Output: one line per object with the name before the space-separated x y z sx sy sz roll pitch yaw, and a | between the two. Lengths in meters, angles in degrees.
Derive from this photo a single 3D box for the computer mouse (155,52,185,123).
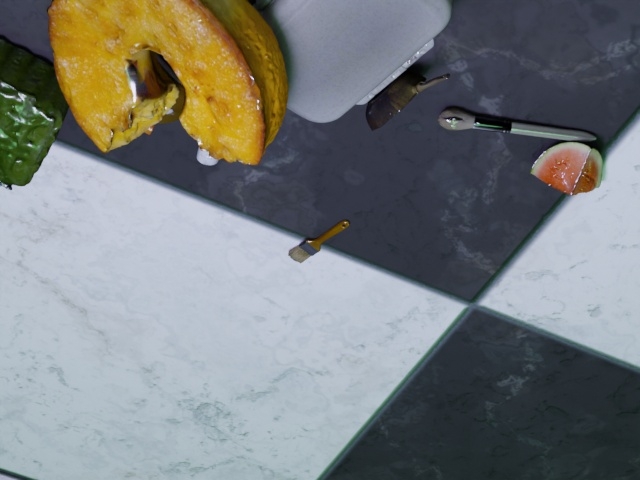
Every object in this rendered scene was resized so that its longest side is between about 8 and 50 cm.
computer mouse | -0.334 -0.307 2.142 0.126 0.056 0.245 -20 131 28

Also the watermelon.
watermelon | 0.466 -0.123 2.166 0.135 0.094 0.125 -5 151 18

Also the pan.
pan | 0.153 -0.277 2.044 0.048 0.128 0.202 44 125 -13

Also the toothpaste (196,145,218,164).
toothpaste | -0.199 -0.232 2.208 0.071 0.045 0.193 8 131 -10

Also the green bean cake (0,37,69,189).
green bean cake | -0.622 -0.249 2.179 0.249 0.156 0.247 27 132 -17

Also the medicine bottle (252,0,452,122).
medicine bottle | 0.032 -0.370 1.960 0.282 0.123 0.375 30 135 -26

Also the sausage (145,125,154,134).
sausage | -0.373 -0.243 2.231 0.107 0.031 0.031 28 133 -18

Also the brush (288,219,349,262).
brush | 0.000 0.000 2.431 0.043 0.014 0.170 36 130 -27

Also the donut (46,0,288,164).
donut | -0.246 -0.317 1.925 0.435 0.163 0.378 14 130 26

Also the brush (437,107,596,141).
brush | 0.368 -0.211 2.133 0.299 0.039 0.042 7 136 1
